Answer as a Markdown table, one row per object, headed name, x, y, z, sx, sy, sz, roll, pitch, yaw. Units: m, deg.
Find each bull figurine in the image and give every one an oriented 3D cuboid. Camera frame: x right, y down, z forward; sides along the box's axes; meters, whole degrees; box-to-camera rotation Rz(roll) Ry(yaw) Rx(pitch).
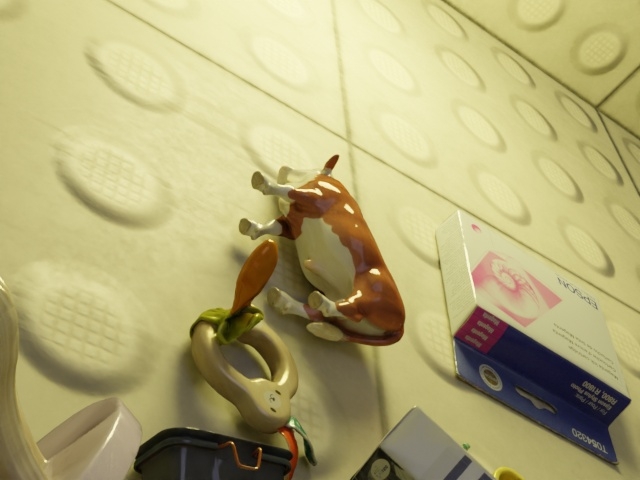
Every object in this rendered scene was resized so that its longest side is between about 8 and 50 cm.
| name | x | y | z | sx | sy | sz | roll | pitch | yaw |
| --- | --- | --- | --- | --- | --- | --- | --- | --- | --- |
| bull figurine | 0.000 | 0.000 | 1.154 | 0.188 | 0.101 | 0.310 | 2 | 47 | -43 |

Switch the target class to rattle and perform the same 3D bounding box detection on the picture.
| name | x | y | z | sx | sy | sz | roll | pitch | yaw |
| --- | --- | --- | --- | --- | --- | --- | --- | --- | --- |
| rattle | -0.035 | 0.125 | 0.925 | 0.130 | 0.143 | 0.199 | 32 | 20 | -54 |

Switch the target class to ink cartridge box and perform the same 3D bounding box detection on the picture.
| name | x | y | z | sx | sy | sz | roll | pitch | yaw |
| --- | --- | --- | --- | --- | --- | --- | --- | --- | --- |
| ink cartridge box | 0.330 | 0.138 | 1.396 | 0.324 | 0.071 | 0.330 | 30 | 31 | -21 |
| ink cartridge box | 0.163 | 0.304 | 0.787 | 0.333 | 0.165 | 0.065 | 40 | 53 | 14 |

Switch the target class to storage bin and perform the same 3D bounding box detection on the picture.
| name | x | y | z | sx | sy | sz | roll | pitch | yaw |
| --- | --- | --- | --- | --- | --- | --- | --- | --- | --- |
| storage bin | -0.088 | 0.225 | 0.785 | 0.135 | 0.098 | 0.091 | 21 | 47 | -33 |

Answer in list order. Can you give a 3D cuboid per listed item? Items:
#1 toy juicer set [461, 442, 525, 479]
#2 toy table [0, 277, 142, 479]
| name | x | y | z | sx | sy | sz | roll | pitch | yaw |
| --- | --- | --- | --- | --- | --- | --- | --- | --- | --- |
| toy juicer set | 0.130 | 0.315 | 0.919 | 0.209 | 0.089 | 0.329 | 39 | 31 | -8 |
| toy table | -0.243 | 0.143 | 0.576 | 0.161 | 0.252 | 0.274 | 55 | 17 | -11 |
